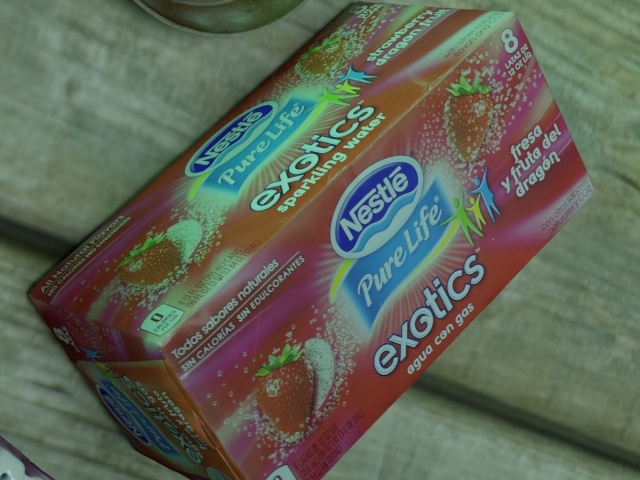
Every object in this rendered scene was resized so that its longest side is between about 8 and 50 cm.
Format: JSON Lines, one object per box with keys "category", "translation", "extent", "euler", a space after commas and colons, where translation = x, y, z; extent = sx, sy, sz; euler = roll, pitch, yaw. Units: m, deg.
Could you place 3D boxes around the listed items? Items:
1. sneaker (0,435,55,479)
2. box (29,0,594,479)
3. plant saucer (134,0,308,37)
{"category": "sneaker", "translation": [-0.218, 0.092, 0.709], "extent": [0.104, 0.095, 0.236], "euler": [-52, 126, -9]}
{"category": "box", "translation": [0.000, 0.000, 0.831], "extent": [0.257, 0.128, 0.122], "euler": [-44, 122, -23]}
{"category": "plant saucer", "translation": [-0.053, -0.186, 0.816], "extent": [0.168, 0.029, 0.168], "euler": [-9, 105, -36]}
